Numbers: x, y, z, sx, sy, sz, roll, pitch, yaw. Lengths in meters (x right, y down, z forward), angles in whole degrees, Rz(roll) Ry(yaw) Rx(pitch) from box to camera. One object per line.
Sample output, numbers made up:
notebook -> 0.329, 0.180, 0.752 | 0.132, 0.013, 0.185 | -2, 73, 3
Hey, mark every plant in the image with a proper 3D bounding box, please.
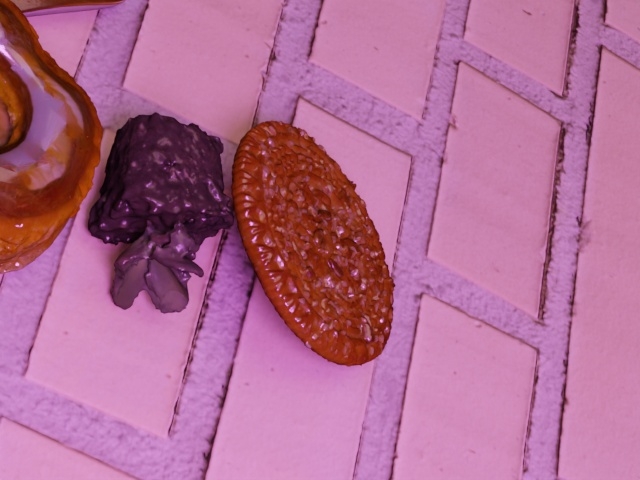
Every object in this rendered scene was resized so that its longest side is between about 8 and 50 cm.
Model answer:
plant -> -0.170, -0.028, 1.825 | 0.131, 0.142, 0.203 | 24, 63, -32

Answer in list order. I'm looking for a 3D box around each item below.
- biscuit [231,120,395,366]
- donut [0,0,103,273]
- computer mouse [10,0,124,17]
biscuit -> 0.000, 0.000, 1.922 | 0.305, 0.038, 0.305 | 43, 33, -38
donut -> -0.378, -0.125, 1.723 | 0.330, 0.160, 0.330 | 18, 54, -26
computer mouse -> -0.328, -0.310, 1.953 | 0.245, 0.056, 0.126 | -12, 70, -39
